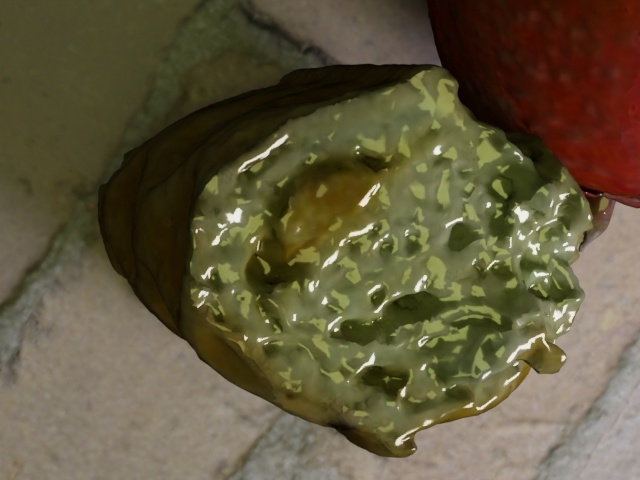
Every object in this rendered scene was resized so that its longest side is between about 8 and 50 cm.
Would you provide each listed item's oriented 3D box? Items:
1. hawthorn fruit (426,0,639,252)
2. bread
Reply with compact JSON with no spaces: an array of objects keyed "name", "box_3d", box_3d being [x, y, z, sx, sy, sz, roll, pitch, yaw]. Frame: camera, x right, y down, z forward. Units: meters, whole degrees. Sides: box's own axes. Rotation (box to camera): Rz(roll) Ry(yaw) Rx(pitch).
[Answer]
[{"name":"hawthorn fruit","box_3d":[0.182,-0.128,0.705,0.276,0.276,0.307,-4,127,-8]},{"name":"bread","box_3d":[0.005,0.003,0.702,0.239,0.252,0.196,-22,99,-8]}]
